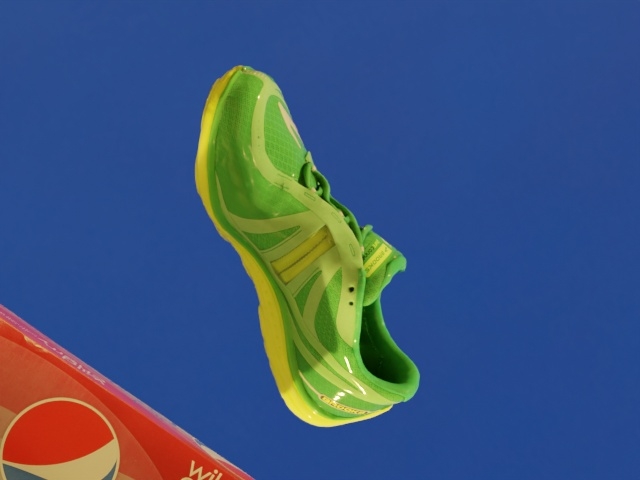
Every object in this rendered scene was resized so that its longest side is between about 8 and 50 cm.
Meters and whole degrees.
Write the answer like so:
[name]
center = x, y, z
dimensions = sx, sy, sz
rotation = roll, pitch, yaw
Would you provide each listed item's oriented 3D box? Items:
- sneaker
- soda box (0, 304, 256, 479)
[sneaker]
center = 0.000, 0.000, 1.137
dimensions = 0.123, 0.295, 0.109
rotation = -9, -155, 28
[soda box]
center = -0.101, 0.132, 0.809
dimensions = 0.083, 0.263, 0.092
rotation = -55, -176, -5
